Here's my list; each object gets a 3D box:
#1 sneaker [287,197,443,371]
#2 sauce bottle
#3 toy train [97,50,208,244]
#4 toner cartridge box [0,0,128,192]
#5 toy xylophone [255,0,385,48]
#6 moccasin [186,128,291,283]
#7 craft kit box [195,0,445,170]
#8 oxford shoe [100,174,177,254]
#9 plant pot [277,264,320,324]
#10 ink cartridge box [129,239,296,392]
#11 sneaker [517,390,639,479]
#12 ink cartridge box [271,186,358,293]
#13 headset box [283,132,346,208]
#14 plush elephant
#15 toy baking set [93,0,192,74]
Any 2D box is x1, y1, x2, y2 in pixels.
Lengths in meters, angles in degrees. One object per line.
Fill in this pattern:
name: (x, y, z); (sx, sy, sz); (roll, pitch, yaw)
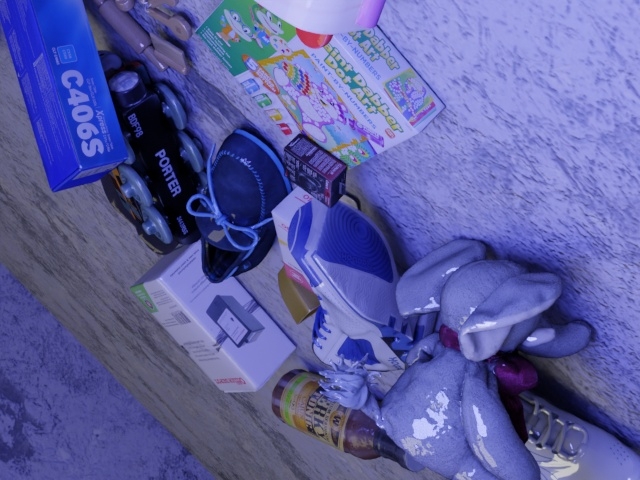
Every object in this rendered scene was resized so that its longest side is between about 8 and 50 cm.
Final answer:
sneaker: (0.038, 0.091, 1.479); (0.182, 0.127, 0.315); (-16, 133, 40)
sauce bottle: (0.055, 0.312, 1.960); (0.344, 0.111, 0.111); (12, 141, 49)
toy train: (-0.270, -0.136, 1.717); (0.190, 0.142, 0.334); (38, 157, 39)
toner cartridge box: (-0.367, -0.253, 1.554); (0.165, 0.075, 0.347); (-17, 89, 61)
toy xylophone: (-0.056, -0.335, 1.062); (0.323, 0.081, 0.236); (44, 134, 15)
moccasin: (-0.118, -0.027, 1.659); (0.138, 0.117, 0.342); (36, 154, 18)
craft kit box: (-0.009, -0.197, 1.282); (0.250, 0.061, 0.247); (48, 154, -8)
oxford shoe: (-0.317, -0.073, 1.980); (0.212, 0.076, 0.076); (59, -165, -8)
plant pot: (-0.019, 0.064, 1.706); (0.083, 0.081, 0.081); (54, 158, 7)
ink cartridge box: (-0.201, 0.144, 2.083); (0.273, 0.115, 0.198); (49, 157, -11)
sneaker: (0.286, 0.258, 1.466); (0.297, 0.111, 0.129); (18, 156, 43)
ink cartridge box: (0.000, 0.000, 1.575); (0.115, 0.067, 0.198); (31, 153, 28)
headset box: (-0.004, -0.081, 1.359); (0.083, 0.032, 0.062); (35, 155, 18)
plush elephant: (0.190, 0.135, 1.289); (0.330, 0.255, 0.272); (33, -172, -24)
toy baking set: (-0.253, -0.330, 1.493); (0.256, 0.030, 0.197); (45, 154, -2)
